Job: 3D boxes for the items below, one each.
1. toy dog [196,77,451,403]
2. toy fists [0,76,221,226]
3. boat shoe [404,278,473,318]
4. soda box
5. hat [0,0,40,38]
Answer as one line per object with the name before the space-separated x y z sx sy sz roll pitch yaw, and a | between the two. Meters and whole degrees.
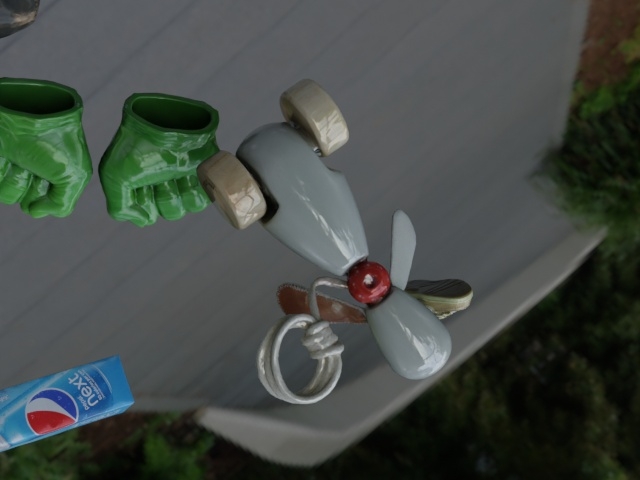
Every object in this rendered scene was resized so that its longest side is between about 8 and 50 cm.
toy dog | 0.000 0.000 1.356 0.220 0.333 0.161 -16 -179 -9
toy fists | -0.245 -0.085 1.392 0.279 0.096 0.142 4 130 -14
boat shoe | 0.139 0.078 1.572 0.056 0.048 0.153 -21 -170 -30
soda box | -0.343 0.207 1.565 0.210 0.067 0.071 -16 170 -25
hat | -0.303 -0.235 1.016 0.134 0.331 0.331 -10 153 -33
